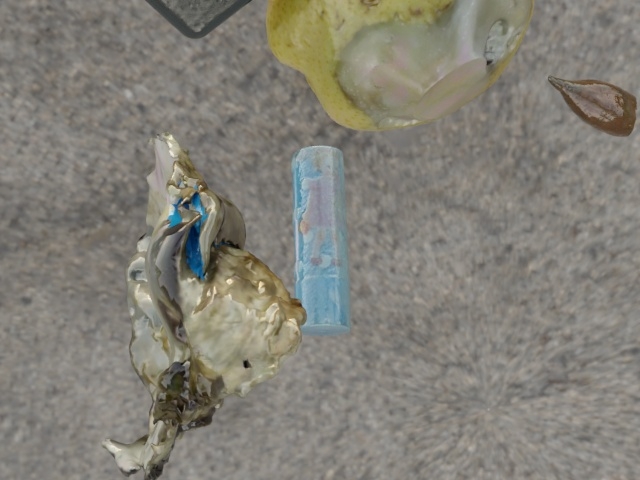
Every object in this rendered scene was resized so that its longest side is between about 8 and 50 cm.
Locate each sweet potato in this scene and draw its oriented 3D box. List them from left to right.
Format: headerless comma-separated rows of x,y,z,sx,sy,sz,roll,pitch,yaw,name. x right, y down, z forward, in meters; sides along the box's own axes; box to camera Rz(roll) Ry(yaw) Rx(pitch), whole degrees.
0.272,-0.142,1.096,0.117,0.049,0.049,21,84,-26,sweet potato

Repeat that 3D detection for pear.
0.076,-0.237,1.104,0.271,0.271,0.271,-1,81,9,pear

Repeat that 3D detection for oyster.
-0.078,0.031,0.651,0.083,0.214,0.222,5,57,-20,oyster

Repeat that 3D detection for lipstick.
0.000,0.000,0.929,0.048,0.048,0.157,-4,73,8,lipstick

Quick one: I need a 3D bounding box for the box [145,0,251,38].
-0.134,-0.294,0.968,0.160,0.230,0.050,-33,43,20,box
